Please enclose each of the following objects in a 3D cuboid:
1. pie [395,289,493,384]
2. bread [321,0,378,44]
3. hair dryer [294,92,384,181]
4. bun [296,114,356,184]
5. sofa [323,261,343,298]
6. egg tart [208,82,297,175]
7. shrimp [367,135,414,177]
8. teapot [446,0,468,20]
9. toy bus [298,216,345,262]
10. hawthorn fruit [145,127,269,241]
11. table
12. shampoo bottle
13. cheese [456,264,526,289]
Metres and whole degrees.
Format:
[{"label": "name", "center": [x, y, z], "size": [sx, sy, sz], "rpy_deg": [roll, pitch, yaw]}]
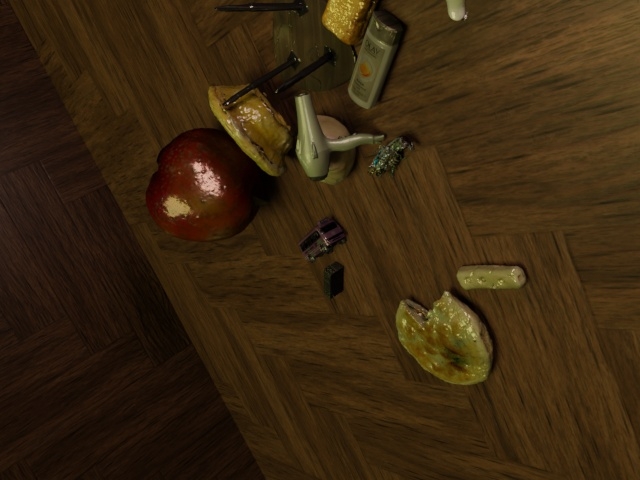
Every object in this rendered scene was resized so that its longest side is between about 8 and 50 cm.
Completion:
[{"label": "pie", "center": [0.359, 0.290, 1.700], "size": [0.337, 0.075, 0.338], "rpy_deg": [32, 140, 32]}, {"label": "bread", "center": [0.080, -0.553, 1.340], "size": [0.114, 0.083, 0.211], "rpy_deg": [45, 145, 11]}, {"label": "hair dryer", "center": [0.020, -0.289, 1.513], "size": [0.219, 0.224, 0.088], "rpy_deg": [56, -172, -22]}, {"label": "bun", "center": [0.004, -0.241, 1.662], "size": [0.178, 0.128, 0.193], "rpy_deg": [38, 145, 24]}, {"label": "sofa", "center": [0.043, 0.134, 1.987], "size": [0.039, 0.060, 0.118], "rpy_deg": [39, 144, 35]}, {"label": "egg tart", "center": [-0.183, -0.344, 1.742], "size": [0.345, 0.132, 0.345], "rpy_deg": [50, -171, -11]}, {"label": "shrimp", "center": [0.185, -0.216, 1.527], "size": [0.082, 0.076, 0.174], "rpy_deg": [21, 148, -20]}, {"label": "teapot", "center": [0.207, -0.602, 1.024], "size": [0.280, 0.252, 0.424], "rpy_deg": [-10, -91, -87]}, {"label": "toy bus", "center": [0.000, 0.000, 1.906], "size": [0.098, 0.086, 0.178], "rpy_deg": [60, 149, 6]}, {"label": "hawthorn fruit", "center": [-0.361, -0.173, 1.994], "size": [0.402, 0.402, 0.403], "rpy_deg": [32, 140, 32]}, {"label": "table", "center": [-0.102, -0.463, 1.497], "size": [0.317, 0.249, 0.318], "rpy_deg": [32, 140, 32]}, {"label": "shampoo bottle", "center": [0.127, -0.424, 1.412], "size": [0.086, 0.055, 0.227], "rpy_deg": [48, 146, 20]}, {"label": "cheese", "center": [0.423, 0.091, 1.484], "size": [0.194, 0.043, 0.065], "rpy_deg": [-7, 107, 56]}]
